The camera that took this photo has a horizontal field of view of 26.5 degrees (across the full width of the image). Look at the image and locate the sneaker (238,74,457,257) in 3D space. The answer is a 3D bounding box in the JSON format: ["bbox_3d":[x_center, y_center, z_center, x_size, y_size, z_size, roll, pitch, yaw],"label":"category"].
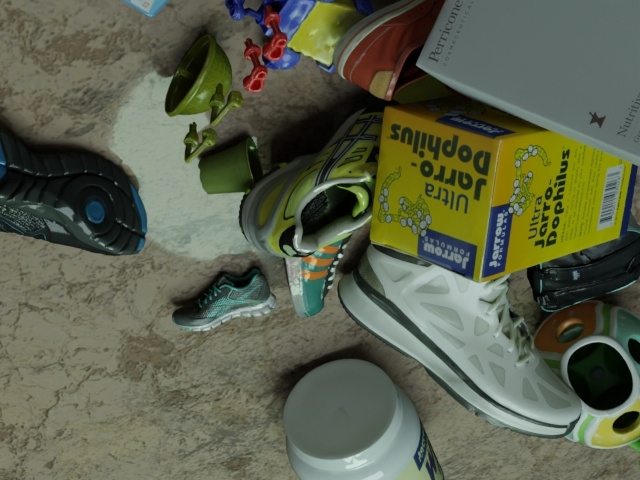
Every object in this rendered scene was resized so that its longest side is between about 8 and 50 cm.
[{"bbox_3d":[0.072,-0.096,1.886,0.384,0.147,0.145,-41,122,-9],"label":"sneaker"}]

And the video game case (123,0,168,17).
[{"bbox_3d":[-0.234,-0.355,1.670,0.166,0.015,0.119,28,119,-39],"label":"video game case"}]

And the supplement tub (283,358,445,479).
[{"bbox_3d":[0.076,0.377,2.364,0.235,0.235,0.325,-22,137,2],"label":"supplement tub"}]

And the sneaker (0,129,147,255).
[{"bbox_3d":[-0.388,-0.061,1.865,0.139,0.125,0.340,-17,149,40],"label":"sneaker"}]

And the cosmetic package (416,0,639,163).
[{"bbox_3d":[0.330,-0.220,1.589,0.156,0.385,0.217,17,97,-55],"label":"cosmetic package"}]

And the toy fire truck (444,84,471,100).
[{"bbox_3d":[0.244,-0.239,1.873,0.192,0.135,0.047,12,129,-29],"label":"toy fire truck"}]

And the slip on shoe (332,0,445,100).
[{"bbox_3d":[0.166,-0.280,1.765,0.331,0.101,0.123,-33,159,-27],"label":"slip on shoe"}]

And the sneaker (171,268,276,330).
[{"bbox_3d":[-0.156,0.088,2.127,0.166,0.065,0.076,-16,121,-8],"label":"sneaker"}]

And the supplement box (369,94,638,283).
[{"bbox_3d":[0.261,-0.090,1.853,0.356,0.194,0.195,-15,117,-45],"label":"supplement box"}]

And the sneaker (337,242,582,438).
[{"bbox_3d":[0.272,0.114,2.126,0.447,0.169,0.257,34,115,-6],"label":"sneaker"}]

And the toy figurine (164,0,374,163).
[{"bbox_3d":[-0.022,-0.248,1.740,0.217,0.191,0.362,11,130,-35],"label":"toy figurine"}]

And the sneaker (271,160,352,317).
[{"bbox_3d":[0.000,0.000,2.047,0.121,0.108,0.302,-10,135,-5],"label":"sneaker"}]

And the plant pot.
[{"bbox_3d":[-0.129,-0.098,1.931,0.079,0.083,0.083,-12,138,9],"label":"plant pot"}]

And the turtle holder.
[{"bbox_3d":[0.480,0.261,2.319,0.243,0.320,0.227,-7,175,9],"label":"turtle holder"}]

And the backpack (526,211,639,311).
[{"bbox_3d":[0.426,0.012,2.187,0.188,0.144,0.166,-11,134,1],"label":"backpack"}]
